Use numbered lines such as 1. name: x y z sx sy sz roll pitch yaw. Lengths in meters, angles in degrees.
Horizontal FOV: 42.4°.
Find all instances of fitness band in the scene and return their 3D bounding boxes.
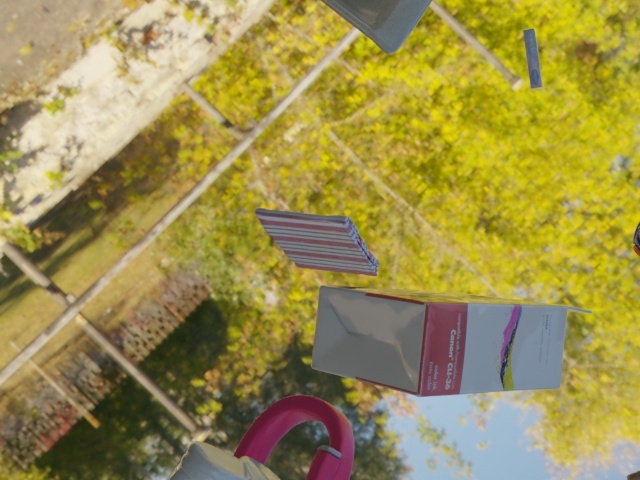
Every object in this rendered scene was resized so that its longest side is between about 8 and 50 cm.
1. fitness band: -0.064 0.337 1.075 0.209 0.054 0.290 -5 -128 51

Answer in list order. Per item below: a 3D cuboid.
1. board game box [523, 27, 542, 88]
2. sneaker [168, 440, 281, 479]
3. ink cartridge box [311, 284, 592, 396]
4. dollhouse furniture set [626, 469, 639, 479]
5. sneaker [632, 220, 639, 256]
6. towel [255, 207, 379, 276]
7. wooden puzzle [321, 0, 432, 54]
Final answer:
1. board game box: 0.335 -0.283 1.298 0.020 0.090 0.090 -8 -174 17
2. sneaker: -0.091 0.272 0.836 0.094 0.080 0.212 -52 137 -4
3. ink cartridge box: 0.106 0.075 0.631 0.198 0.067 0.115 5 180 -39
4. dollhouse furniture set: 0.526 0.426 1.090 0.212 0.161 0.242 -45 -144 46
5. sneaker: 0.552 -0.074 1.263 0.087 0.083 0.221 54 57 -71
6. towel: 0.000 0.000 1.229 0.197 0.144 0.029 55 45 -59
7. wooden puzzle: 0.046 -0.448 0.976 0.322 0.348 0.080 -57 -165 -13
